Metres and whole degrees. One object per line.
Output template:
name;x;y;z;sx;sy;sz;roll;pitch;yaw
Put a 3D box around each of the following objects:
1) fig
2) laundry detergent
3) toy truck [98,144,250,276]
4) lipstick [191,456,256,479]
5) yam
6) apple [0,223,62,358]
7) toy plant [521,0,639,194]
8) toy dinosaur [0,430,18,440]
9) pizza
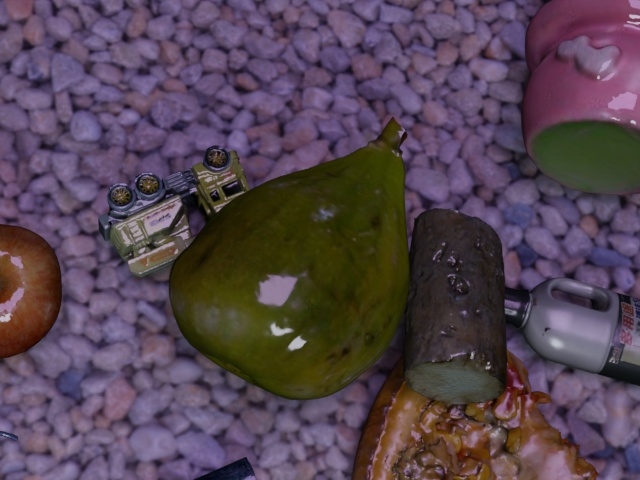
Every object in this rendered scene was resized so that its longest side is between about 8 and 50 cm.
fig;0.004;0.027;1.292;0.314;0.233;0.233;-34;79;-3
laundry detergent;0.297;0.097;1.419;0.226;0.070;0.099;16;75;-3
toy truck;-0.152;-0.025;1.379;0.169;0.077;0.100;-23;74;-18
lipstick;-0.174;0.287;1.281;0.234;0.053;0.053;-20;76;-14
yam;0.141;0.064;1.326;0.107;0.107;0.194;9;58;-7
apple;-0.335;0.049;1.293;0.146;0.131;0.146;4;74;-14
toy plant;0.369;-0.235;1.458;0.317;0.210;0.356;-3;52;32
toy dinosaur;-0.380;0.261;1.259;0.080;0.045;0.197;41;76;-8
pizza;0.156;0.237;1.346;0.251;0.074;0.287;-35;78;-16
